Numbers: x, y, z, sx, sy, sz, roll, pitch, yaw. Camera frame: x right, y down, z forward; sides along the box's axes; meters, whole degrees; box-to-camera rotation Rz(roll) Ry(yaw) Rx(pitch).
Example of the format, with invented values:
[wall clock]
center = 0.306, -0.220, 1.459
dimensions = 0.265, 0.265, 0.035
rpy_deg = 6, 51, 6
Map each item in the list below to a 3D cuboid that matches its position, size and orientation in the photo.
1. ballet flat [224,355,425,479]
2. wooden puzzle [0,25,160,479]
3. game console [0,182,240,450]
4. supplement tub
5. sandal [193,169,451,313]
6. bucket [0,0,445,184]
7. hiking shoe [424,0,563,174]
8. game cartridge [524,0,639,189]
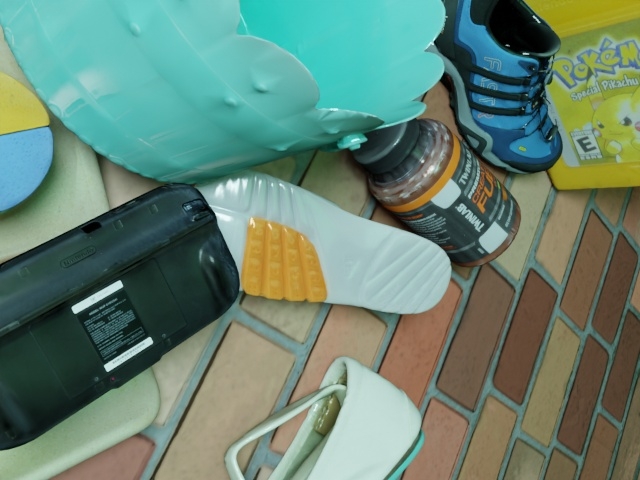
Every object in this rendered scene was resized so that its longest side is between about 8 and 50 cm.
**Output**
[ballet flat]
center = -0.061, 0.251, 0.527
dimensions = 0.400, 0.139, 0.139
rpy_deg = -42, 116, -34
[wooden puzzle]
center = -0.270, 0.021, 0.363
dimensions = 0.322, 0.080, 0.348
rpy_deg = -21, 104, -36
[game console]
center = -0.196, 0.093, 0.364
dimensions = 0.361, 0.044, 0.213
rpy_deg = -33, 118, -31
[supplement tub]
center = 0.122, -0.058, 0.661
dimensions = 0.198, 0.106, 0.106
rpy_deg = 35, 70, -34
[sandal]
center = -0.003, 0.010, 0.578
dimensions = 0.265, 0.076, 0.102
rpy_deg = 18, 93, -24
[bucket]
center = -0.060, -0.177, 0.417
dimensions = 0.281, 0.183, 0.281
rpy_deg = 23, 59, -45
[hiking shoe]
center = 0.220, -0.183, 0.717
dimensions = 0.304, 0.132, 0.113
rpy_deg = 42, 67, -32
[game cartridge]
center = 0.355, -0.201, 0.729
dimensions = 0.052, 0.285, 0.323
rpy_deg = -50, 120, -26
